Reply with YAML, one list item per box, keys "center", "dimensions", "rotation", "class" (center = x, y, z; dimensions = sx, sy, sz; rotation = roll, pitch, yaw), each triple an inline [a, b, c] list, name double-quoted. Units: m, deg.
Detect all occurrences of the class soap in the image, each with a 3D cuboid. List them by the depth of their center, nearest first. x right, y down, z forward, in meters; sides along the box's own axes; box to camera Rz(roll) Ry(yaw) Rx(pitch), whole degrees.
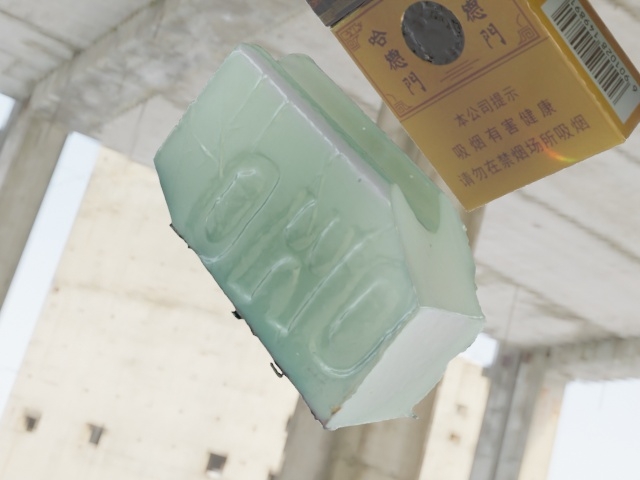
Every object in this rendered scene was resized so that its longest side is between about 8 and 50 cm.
- center: [0.000, 0.000, 0.800]
  dimensions: [0.230, 0.145, 0.091]
  rotation: [48, 23, 23]
  class: "soap"

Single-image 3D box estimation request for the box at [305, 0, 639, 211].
- center: [0.160, -0.257, 1.443]
  dimensions: [0.415, 0.116, 0.264]
  rotation: [52, -40, -11]
  class: "box"
